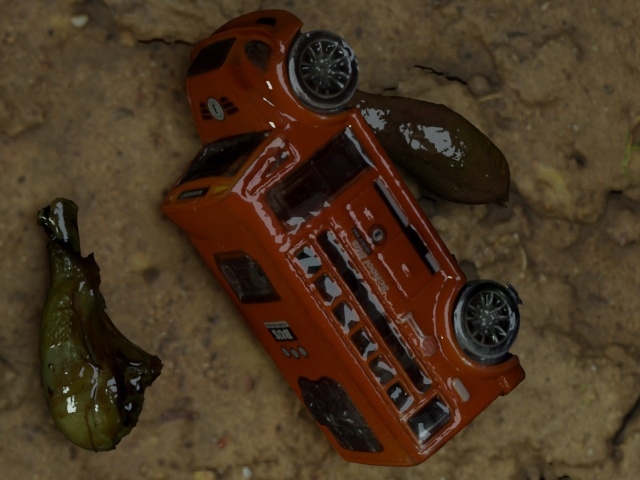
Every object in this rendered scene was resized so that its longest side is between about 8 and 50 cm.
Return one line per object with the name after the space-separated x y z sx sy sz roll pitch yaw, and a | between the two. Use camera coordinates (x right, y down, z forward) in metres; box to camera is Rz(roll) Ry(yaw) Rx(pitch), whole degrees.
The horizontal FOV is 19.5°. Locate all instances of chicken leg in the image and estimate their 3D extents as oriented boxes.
-0.160 0.057 1.300 0.093 0.070 0.178 -11 82 -35 | chicken leg

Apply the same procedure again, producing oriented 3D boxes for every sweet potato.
0.074 -0.082 1.436 0.226 0.068 0.068 29 73 -24 | sweet potato

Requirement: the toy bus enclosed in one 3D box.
0.000 0.000 1.344 0.153 0.143 0.329 -40 107 -26 | toy bus
